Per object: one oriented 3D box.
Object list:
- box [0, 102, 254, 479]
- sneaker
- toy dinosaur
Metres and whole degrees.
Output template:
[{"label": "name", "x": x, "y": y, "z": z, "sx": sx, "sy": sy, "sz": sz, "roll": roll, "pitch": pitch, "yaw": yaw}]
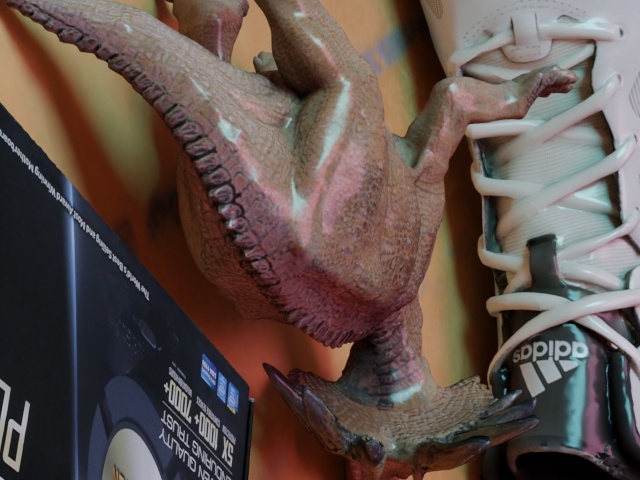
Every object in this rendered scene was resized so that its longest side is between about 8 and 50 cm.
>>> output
[{"label": "box", "x": -0.090, "y": 0.070, "z": 0.438, "sx": 0.180, "sy": 0.078, "sz": 0.147, "roll": 56, "pitch": 32, "yaw": -51}, {"label": "sneaker", "x": 0.146, "y": -0.024, "z": 0.891, "sx": 0.257, "sy": 0.169, "sz": 0.447, "roll": -73, "pitch": 146, "yaw": -47}, {"label": "toy dinosaur", "x": 0.000, "y": 0.000, "z": 0.641, "sx": 0.296, "sy": 0.127, "sz": 0.200, "roll": 32, "pitch": 59, "yaw": -51}]
